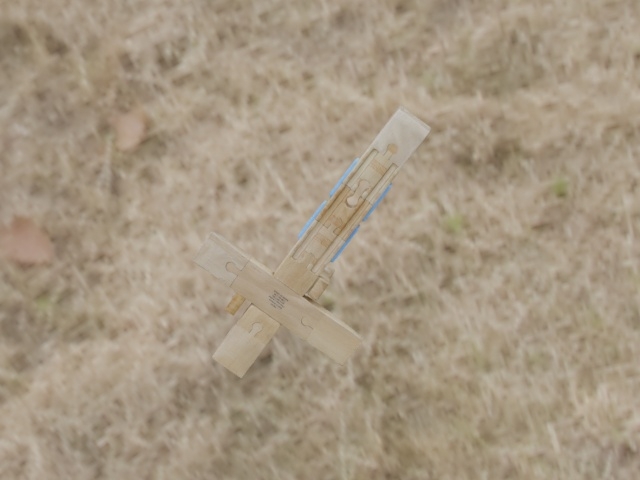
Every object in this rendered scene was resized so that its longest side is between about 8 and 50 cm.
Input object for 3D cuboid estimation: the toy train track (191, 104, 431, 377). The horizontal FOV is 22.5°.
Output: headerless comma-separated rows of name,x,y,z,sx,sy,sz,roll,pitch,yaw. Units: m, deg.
toy train track,0.000,0.000,0.412,0.083,0.048,0.014,-53,4,20
